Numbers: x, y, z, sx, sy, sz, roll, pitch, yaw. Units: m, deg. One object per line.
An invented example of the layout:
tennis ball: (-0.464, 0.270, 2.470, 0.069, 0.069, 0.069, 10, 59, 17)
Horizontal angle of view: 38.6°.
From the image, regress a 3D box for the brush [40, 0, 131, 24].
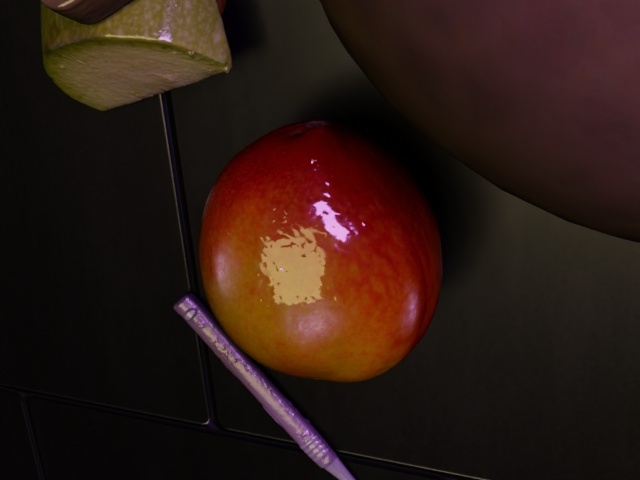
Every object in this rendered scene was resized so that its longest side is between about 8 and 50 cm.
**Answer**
brush: (-0.124, -0.249, 0.642, 0.197, 0.059, 0.123, -28, 83, 7)

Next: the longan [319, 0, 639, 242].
longan: (0.175, -0.167, 0.435, 0.404, 0.336, 0.404, 23, 158, 10)

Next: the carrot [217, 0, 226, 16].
carrot: (-0.098, -0.173, 0.736, 0.032, 0.032, 0.093, 30, 126, 9)

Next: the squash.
squash: (-0.181, -0.191, 0.714, 0.191, 0.085, 0.184, -9, 107, 40)

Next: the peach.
peach: (0.000, 0.000, 0.682, 0.197, 0.197, 0.197, 10, 118, 20)

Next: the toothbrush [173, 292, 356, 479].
toothbrush: (-0.017, 0.188, 0.871, 0.024, 0.029, 0.354, -41, 93, 21)
